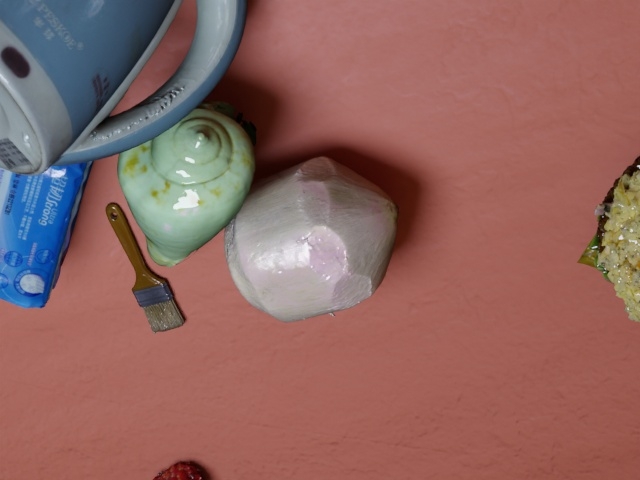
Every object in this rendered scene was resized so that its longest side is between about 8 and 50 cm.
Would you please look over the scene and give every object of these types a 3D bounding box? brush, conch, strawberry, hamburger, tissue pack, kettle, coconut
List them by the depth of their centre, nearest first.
[{"bbox_3d":[-0.217,-0.236,1.485,0.247,0.342,0.319,7,141,51],"label":"kettle"},{"bbox_3d":[0.399,0.010,1.637,0.262,0.138,0.243,21,120,-4],"label":"hamburger"},{"bbox_3d":[-0.128,-0.062,1.646,0.137,0.250,0.143,-4,79,2],"label":"conch"},{"bbox_3d":[-0.336,-0.087,1.668,0.198,0.146,0.263,18,119,-6],"label":"tissue pack"},{"bbox_3d":[0.000,0.000,1.669,0.183,0.171,0.170,-14,118,20],"label":"coconut"},{"bbox_3d":[-0.201,0.031,1.799,0.043,0.014,0.170,-15,116,17],"label":"brush"},{"bbox_3d":[-0.173,0.315,1.916,0.083,0.096,0.083,21,145,15],"label":"strawberry"}]
